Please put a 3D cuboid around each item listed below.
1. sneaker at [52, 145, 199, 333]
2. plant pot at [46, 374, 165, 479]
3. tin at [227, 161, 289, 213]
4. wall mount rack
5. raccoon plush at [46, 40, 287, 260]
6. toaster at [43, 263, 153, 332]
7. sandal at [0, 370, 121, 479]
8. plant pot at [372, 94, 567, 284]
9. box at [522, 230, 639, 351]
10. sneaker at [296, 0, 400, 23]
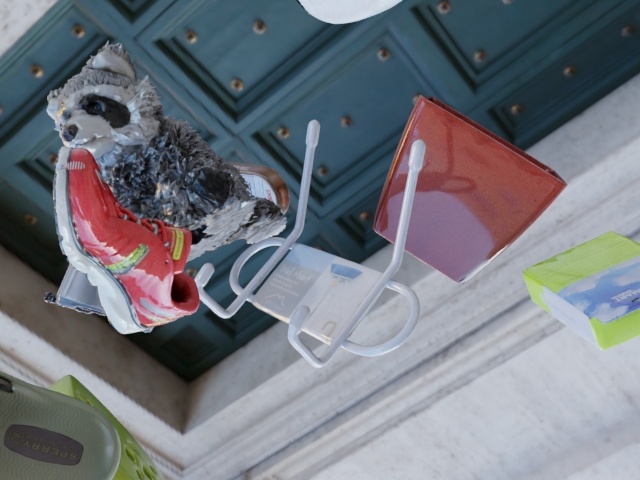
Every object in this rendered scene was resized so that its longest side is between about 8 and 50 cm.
[{"bbox_3d":[-0.203,-0.005,0.877,0.279,0.118,0.107,74,-174,-51],"label":"sneaker"},{"bbox_3d":[-0.342,0.346,1.054,0.228,0.227,0.207,53,167,-15],"label":"plant pot"},{"bbox_3d":[-0.144,-0.090,1.515,0.040,0.190,0.106,-39,-52,-46],"label":"tin"},{"bbox_3d":[0.000,0.000,1.078,0.350,0.304,0.130,20,155,44],"label":"wall mount rack"},{"bbox_3d":[-0.248,-0.116,1.272,0.299,0.216,0.446,58,-175,10],"label":"raccoon plush"},{"bbox_3d":[-0.413,0.084,1.581,0.227,0.146,0.129,16,169,5],"label":"toaster"},{"bbox_3d":[-0.308,0.150,0.660,0.303,0.086,0.120,16,-101,-23],"label":"sandal"},{"bbox_3d":[0.235,-0.080,1.382,0.267,0.235,0.267,32,-166,5],"label":"plant pot"},{"bbox_3d":[0.280,0.046,0.769,0.178,0.109,0.042,-122,9,-74],"label":"box"},{"bbox_3d":[0.105,-0.275,0.510,0.130,0.236,0.323,53,160,-5],"label":"sneaker"}]
